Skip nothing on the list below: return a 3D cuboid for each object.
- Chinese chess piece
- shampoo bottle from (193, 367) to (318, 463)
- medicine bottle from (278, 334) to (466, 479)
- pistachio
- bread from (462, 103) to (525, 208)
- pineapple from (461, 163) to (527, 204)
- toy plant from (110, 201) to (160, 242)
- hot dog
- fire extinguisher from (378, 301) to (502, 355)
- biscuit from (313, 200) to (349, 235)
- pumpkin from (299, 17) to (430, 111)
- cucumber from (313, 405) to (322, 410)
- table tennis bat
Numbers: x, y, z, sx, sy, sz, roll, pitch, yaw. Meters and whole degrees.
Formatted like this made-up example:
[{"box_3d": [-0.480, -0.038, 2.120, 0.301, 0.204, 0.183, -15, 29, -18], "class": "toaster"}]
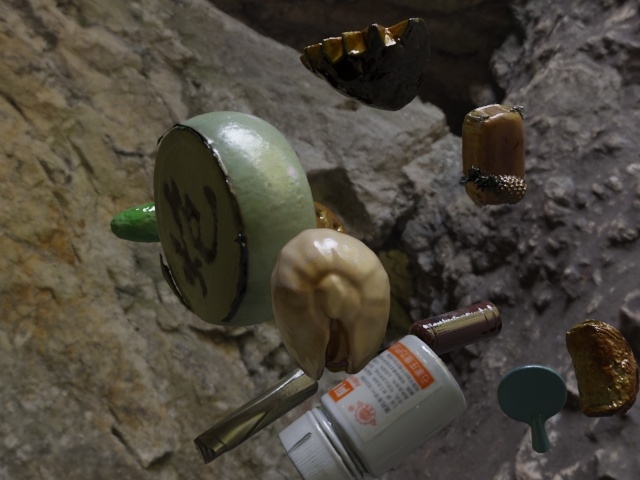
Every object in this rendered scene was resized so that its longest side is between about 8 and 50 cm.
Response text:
[{"box_3d": [-0.153, -0.032, 1.058, 0.146, 0.349, 0.349, -13, -33, -34], "class": "Chinese chess piece"}, {"box_3d": [-0.167, 0.454, 1.699, 0.350, 0.084, 0.126, -28, -17, -29], "class": "shampoo bottle"}, {"box_3d": [0.074, 0.261, 0.944, 0.252, 0.145, 0.144, -37, -7, -10], "class": "medicine bottle"}, {"box_3d": [0.011, 0.064, 0.664, 0.201, 0.117, 0.145, 80, 178, -60], "class": "pistachio"}, {"box_3d": [0.428, -0.206, 1.597, 0.107, 0.136, 0.241, -127, 25, -57], "class": "bread"}, {"box_3d": [0.310, -0.105, 1.182, 0.058, 0.124, 0.058, -162, 90, -76], "class": "pineapple"}, {"box_3d": [-0.300, -0.061, 1.610, 0.356, 0.316, 0.211, -66, -32, -73], "class": "toy plant"}, {"box_3d": [0.766, 0.346, 1.774, 0.175, 0.114, 0.259, -29, 63, 56], "class": "hot dog"}, {"box_3d": [0.319, 0.256, 1.762, 0.343, 0.102, 0.138, -12, -12, -24], "class": "fire extinguisher"}, {"box_3d": [0.000, 0.000, 1.629, 0.066, 0.220, 0.220, -36, 9, 30], "class": "biscuit"}, {"box_3d": [0.069, -0.290, 1.157, 0.130, 0.149, 0.253, -23, 13, -39], "class": "pumpkin"}, {"box_3d": [0.047, 0.482, 1.500, 0.062, 0.212, 0.078, -16, 0, -21], "class": "cucumber"}, {"box_3d": [0.486, 0.384, 1.477, 0.040, 0.152, 0.244, -79, -26, -64], "class": "table tennis bat"}]
